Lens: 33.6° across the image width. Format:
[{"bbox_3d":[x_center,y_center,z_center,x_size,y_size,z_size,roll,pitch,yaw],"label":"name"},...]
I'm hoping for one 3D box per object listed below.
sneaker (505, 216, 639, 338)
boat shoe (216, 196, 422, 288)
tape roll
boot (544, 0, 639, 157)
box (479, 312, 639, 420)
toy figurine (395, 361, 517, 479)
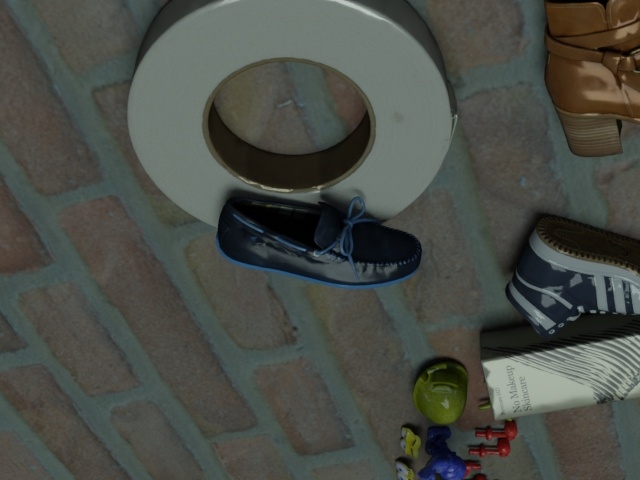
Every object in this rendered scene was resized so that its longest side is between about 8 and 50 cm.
[{"bbox_3d":[0.395,0.077,1.473,0.282,0.099,0.153,20,127,-8],"label":"sneaker"},{"bbox_3d":[0.000,0.000,1.310,0.258,0.109,0.089,3,132,-5],"label":"boat shoe"},{"bbox_3d":[-0.034,-0.154,1.279,0.391,0.072,0.392,0,135,0],"label":"tape roll"},{"bbox_3d":[0.395,-0.219,1.202,0.283,0.109,0.220,-7,130,18],"label":"boot"},{"bbox_3d":[0.378,0.178,1.558,0.275,0.094,0.113,-13,110,12],"label":"box"},{"bbox_3d":[0.229,0.387,1.699,0.191,0.217,0.363,3,135,-1],"label":"toy figurine"}]
